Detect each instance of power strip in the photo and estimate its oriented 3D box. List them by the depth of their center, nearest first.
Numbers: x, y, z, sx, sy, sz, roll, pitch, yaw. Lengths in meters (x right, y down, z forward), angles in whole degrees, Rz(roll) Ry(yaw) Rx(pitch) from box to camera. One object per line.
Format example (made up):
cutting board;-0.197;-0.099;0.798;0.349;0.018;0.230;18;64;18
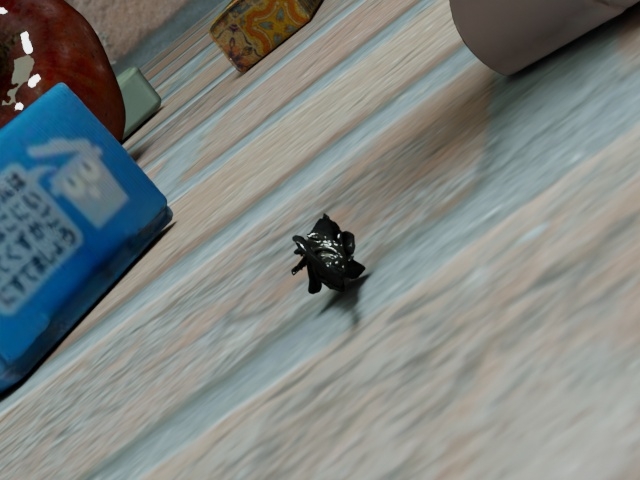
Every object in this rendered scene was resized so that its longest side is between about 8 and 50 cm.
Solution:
power strip;-0.254;-0.072;1.668;0.265;0.059;0.193;-44;11;-28

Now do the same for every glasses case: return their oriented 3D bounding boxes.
glasses case;-0.037;-0.204;1.481;0.075;0.049;0.218;-37;11;17

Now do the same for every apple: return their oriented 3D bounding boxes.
apple;-0.264;-0.098;1.412;0.234;0.234;0.234;-38;10;8

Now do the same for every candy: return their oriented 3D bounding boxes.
candy;-0.232;0.048;0.961;0.306;0.100;0.157;-32;13;43

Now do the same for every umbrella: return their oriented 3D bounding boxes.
umbrella;0.003;0.003;0.546;0.022;0.022;0.149;-44;0;5

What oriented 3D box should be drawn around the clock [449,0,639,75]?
clock;0.071;-0.271;0.609;0.342;0.326;0.184;-47;11;-32
